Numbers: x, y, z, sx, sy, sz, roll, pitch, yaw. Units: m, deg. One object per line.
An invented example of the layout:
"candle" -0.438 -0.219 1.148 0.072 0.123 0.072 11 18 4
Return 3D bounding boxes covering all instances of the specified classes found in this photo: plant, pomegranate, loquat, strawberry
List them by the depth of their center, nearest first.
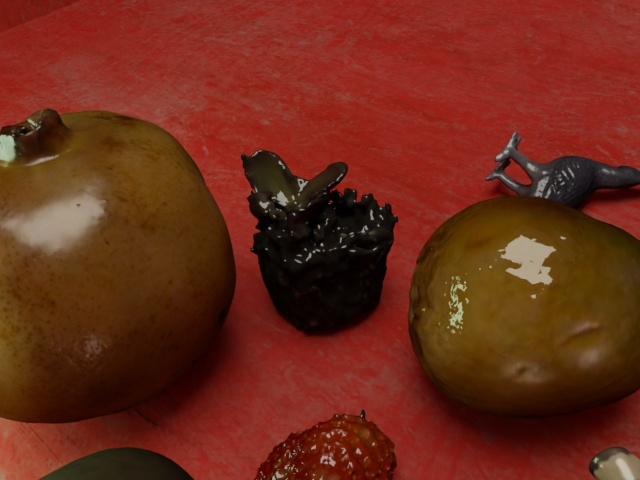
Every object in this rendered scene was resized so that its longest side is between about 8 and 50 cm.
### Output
"strawberry" -0.006 0.272 0.723 0.175 0.106 0.236 -1 41 10
"loquat" 0.245 0.085 0.798 0.284 0.276 0.276 16 40 -10
"pomegranate" -0.312 0.015 0.869 0.417 0.416 0.416 -5 40 4
"plant" 0.000 0.000 0.954 0.178 0.233 0.204 -21 36 -23

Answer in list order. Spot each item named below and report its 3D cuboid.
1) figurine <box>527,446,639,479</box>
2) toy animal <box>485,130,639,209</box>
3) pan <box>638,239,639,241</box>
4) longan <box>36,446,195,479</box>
"figurine" 0.286 0.346 0.518 0.306 0.241 0.412 -24 32 -30
"toy animal" 0.357 -0.086 1.094 0.367 0.081 0.206 -25 54 -19
"pan" 0.499 0.044 0.948 0.202 0.048 0.128 2 40 12
"longan" -0.210 0.309 0.631 0.248 0.248 0.248 -5 40 4
